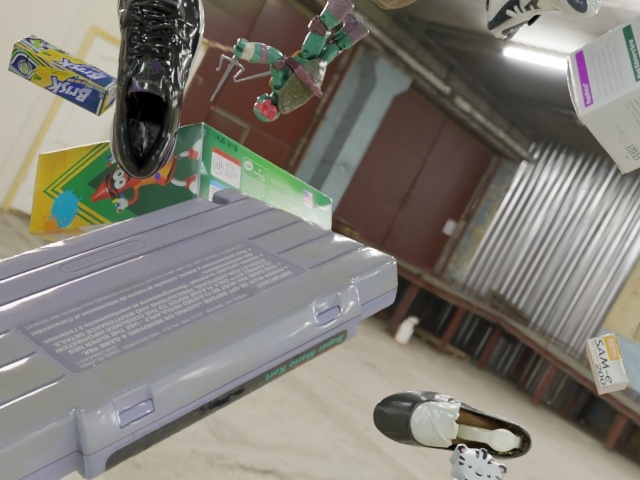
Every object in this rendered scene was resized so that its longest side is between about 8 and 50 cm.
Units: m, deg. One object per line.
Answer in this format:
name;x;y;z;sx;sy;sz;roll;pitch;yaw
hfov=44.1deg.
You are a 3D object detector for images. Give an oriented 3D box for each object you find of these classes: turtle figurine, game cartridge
turtle figurine;-0.040;-0.249;1.128;0.118;0.234;0.175;47;4;7
game cartridge;-0.133;0.055;0.610;0.355;0.068;0.230;-22;38;-40

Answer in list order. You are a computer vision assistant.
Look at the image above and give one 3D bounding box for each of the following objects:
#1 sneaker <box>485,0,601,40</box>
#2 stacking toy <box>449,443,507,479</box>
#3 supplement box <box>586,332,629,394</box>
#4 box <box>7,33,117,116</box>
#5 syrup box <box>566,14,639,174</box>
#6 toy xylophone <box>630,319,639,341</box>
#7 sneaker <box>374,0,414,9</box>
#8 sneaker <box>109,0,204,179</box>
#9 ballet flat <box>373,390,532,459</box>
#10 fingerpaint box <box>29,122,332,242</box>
sneaker;0.327;-0.357;1.205;0.094;0.153;0.235;-16;48;-24
stacking toy;0.161;0.264;0.603;0.221;0.167;0.052;26;37;7
supplement box;0.360;0.157;0.994;0.036;0.062;0.098;-15;-20;14
box;-0.421;-0.273;1.304;0.168;0.054;0.059;26;31;-2
syrup box;0.343;-0.162;0.680;0.236;0.096;0.093;-26;-49;34
toy xylophone;0.530;0.144;1.067;0.323;0.081;0.236;88;-11;-50
sneaker;0.090;-0.530;1.482;0.282;0.099;0.153;-10;73;-47
sneaker;-0.194;-0.212;0.943;0.107;0.283;0.124;4;11;-14
ballet flat;0.229;0.308;1.315;0.280;0.095;0.096;12;-8;-15
fingerpaint box;-0.242;-0.051;1.485;0.371;0.163;0.444;-6;-16;28
